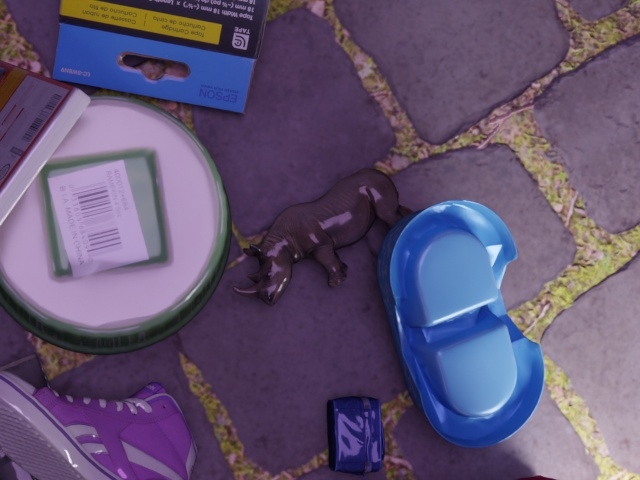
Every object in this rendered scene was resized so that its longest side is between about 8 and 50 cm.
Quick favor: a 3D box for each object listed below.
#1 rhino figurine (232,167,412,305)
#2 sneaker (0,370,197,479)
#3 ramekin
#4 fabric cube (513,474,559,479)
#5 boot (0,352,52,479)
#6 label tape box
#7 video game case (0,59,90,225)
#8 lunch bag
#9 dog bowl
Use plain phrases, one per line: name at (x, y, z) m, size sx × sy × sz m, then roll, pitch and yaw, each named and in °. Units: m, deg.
rhino figurine at (0.000, 0.000, 1.703) m, size 0.243 × 0.073 × 0.106 m, roll -29°, pitch 96°, yaw -12°
sneaker at (-0.257, 0.202, 1.610) m, size 0.282 × 0.102 × 0.161 m, roll 45°, pitch 53°, yaw -26°
ramekin at (-0.246, -0.022, 1.631) m, size 0.303 × 0.148 × 0.303 m, roll 1°, pitch 85°, yaw -8°
fabric cube at (0.181, 0.413, 1.601) m, size 0.258 × 0.259 × 0.254 m, roll -7°, pitch 85°, yaw -9°
boot at (-0.364, 0.257, 1.626) m, size 0.189 × 0.076 × 0.208 m, roll -28°, pitch 96°, yaw -24°
label tape box at (-0.171, -0.339, 1.675) m, size 0.240 × 0.106 × 0.333 m, roll 10°, pitch 116°, yaw -8°
video game case at (-0.380, -0.104, 1.568) m, size 0.025 × 0.285 × 0.204 m, roll 41°, pitch 79°, yaw -38°
lunch bag at (0.044, 0.233, 1.693) m, size 0.065 × 0.067 × 0.098 m, roll -1°, pitch 86°, yaw -8°
dog bowl at (0.159, 0.094, 1.686) m, size 0.166 × 0.074 × 0.297 m, roll -20°, pitch 104°, yaw -19°
